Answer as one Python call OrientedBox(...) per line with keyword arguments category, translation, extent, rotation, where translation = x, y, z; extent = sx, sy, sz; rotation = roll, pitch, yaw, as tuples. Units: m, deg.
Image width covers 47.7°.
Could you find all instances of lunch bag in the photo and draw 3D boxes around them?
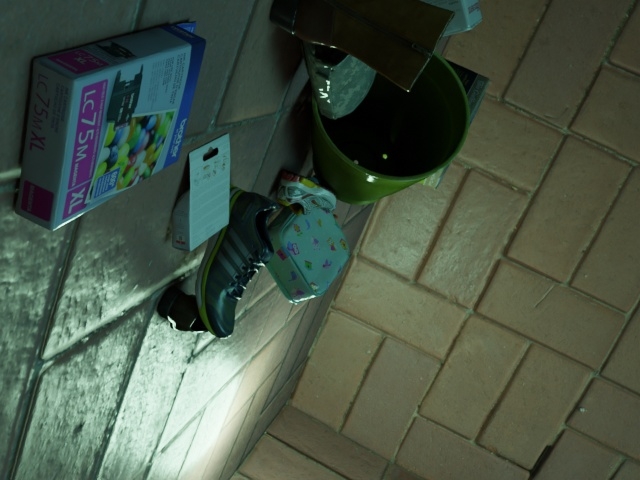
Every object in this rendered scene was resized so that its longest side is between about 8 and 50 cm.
OrientedBox(category="lunch bag", translation=(-0.043, 0.013, 1.880), extent=(0.108, 0.224, 0.279), rotation=(-26, -164, 32))
OrientedBox(category="lunch bag", translation=(0.049, -0.399, 1.384), extent=(0.235, 0.169, 0.287), rotation=(80, 33, -76))

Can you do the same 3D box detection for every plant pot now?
OrientedBox(category="plant pot", translation=(0.128, -0.252, 1.778), extent=(0.366, 0.366, 0.353), rotation=(-60, -179, -21))

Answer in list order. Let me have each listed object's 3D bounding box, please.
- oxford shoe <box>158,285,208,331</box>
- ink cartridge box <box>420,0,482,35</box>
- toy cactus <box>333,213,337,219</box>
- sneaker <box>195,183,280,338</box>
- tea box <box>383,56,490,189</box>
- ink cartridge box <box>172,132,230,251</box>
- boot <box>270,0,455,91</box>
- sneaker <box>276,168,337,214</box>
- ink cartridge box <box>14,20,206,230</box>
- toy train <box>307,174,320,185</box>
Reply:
OrientedBox(category="oxford shoe", translation=(-0.254, 0.158, 1.471), extent=(0.083, 0.096, 0.227), rotation=(-64, 172, -7))
OrientedBox(category="ink cartridge box", translation=(0.239, -0.595, 1.537), extent=(0.226, 0.131, 0.306), rotation=(-47, 124, -61))
OrientedBox(category="toy cactus", translation=(0.000, 0.000, 2.267), extent=(0.219, 0.112, 0.180), rotation=(60, 33, -75))
OrientedBox(category="sneaker", translation=(-0.157, 0.042, 1.392), extent=(0.111, 0.121, 0.300), rotation=(17, 81, -72))
OrientedBox(category="tea box", translation=(0.307, -0.397, 2.284), extent=(0.329, 0.323, 0.220), rotation=(-59, 170, -21))
OrientedBox(category="ink cartridge box", translation=(-0.210, -0.088, 1.270), extent=(0.145, 0.045, 0.179), rotation=(-46, 142, -59))
OrientedBox(category="boot", translation=(0.087, -0.419, 1.183), extent=(0.264, 0.280, 0.096), rotation=(-65, 170, 8))
OrientedBox(category="sneaker", translation=(-0.041, -0.107, 1.813), extent=(0.225, 0.088, 0.093), rotation=(20, 93, -55))
OrientedBox(category="ink cartridge box", translation=(-0.231, -0.153, 0.877), extent=(0.311, 0.065, 0.186), rotation=(-51, 165, -58))
OrientedBox(category="toy train", translation=(-0.010, -0.102, 2.038), extent=(0.184, 0.105, 0.080), rotation=(-65, 171, 12))
